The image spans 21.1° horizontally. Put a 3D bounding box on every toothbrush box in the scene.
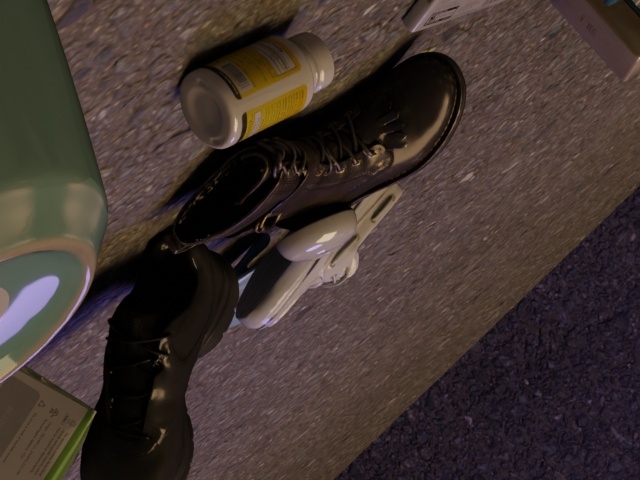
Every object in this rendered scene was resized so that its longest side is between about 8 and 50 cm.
[{"bbox_3d":[-0.299,0.218,1.443,0.206,0.122,0.283,-58,-177,-19],"label":"toothbrush box"}]

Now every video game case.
[{"bbox_3d":[0.159,-0.253,1.541,0.157,0.019,0.143,-24,160,-45],"label":"video game case"}]

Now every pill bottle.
[{"bbox_3d":[-0.046,-0.120,1.327,0.116,0.065,0.065,-29,164,-35],"label":"pill bottle"}]

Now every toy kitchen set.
[{"bbox_3d":[0.352,-0.288,1.715,0.166,0.122,0.207,-34,166,-21],"label":"toy kitchen set"}]

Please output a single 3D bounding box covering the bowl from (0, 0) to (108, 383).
[{"bbox_3d":[-0.240,-0.003,0.950,0.311,0.163,0.311,-36,164,-12],"label":"bowl"}]

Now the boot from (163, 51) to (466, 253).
[{"bbox_3d":[0.001,-0.073,1.556,0.263,0.091,0.229,-42,167,20],"label":"boot"}]

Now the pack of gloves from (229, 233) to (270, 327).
[{"bbox_3d":[-0.097,0.053,1.859,0.232,0.046,0.195,-30,167,5],"label":"pack of gloves"}]

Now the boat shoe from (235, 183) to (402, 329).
[{"bbox_3d":[0.008,0.010,1.730,0.226,0.076,0.083,-53,-160,-14],"label":"boat shoe"}]

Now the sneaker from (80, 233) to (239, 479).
[{"bbox_3d":[-0.164,0.122,1.581,0.130,0.109,0.286,63,38,-66],"label":"sneaker"}]

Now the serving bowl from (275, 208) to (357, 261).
[{"bbox_3d":[0.000,0.000,1.639,0.083,0.027,0.083,-24,174,-3],"label":"serving bowl"}]
